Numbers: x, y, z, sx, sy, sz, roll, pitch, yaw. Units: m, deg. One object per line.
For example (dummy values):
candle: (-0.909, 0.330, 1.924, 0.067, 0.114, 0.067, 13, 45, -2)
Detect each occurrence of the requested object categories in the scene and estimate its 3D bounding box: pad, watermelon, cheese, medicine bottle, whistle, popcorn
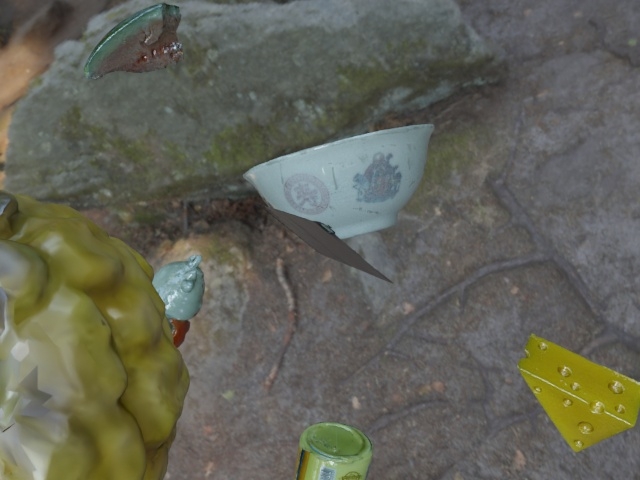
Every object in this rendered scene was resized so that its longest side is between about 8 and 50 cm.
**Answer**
pad: (0.000, 0.000, 0.831, 0.004, 0.116, 0.193, -54, 25, -9)
watermelon: (-0.245, -0.266, 0.943, 0.155, 0.080, 0.101, -20, 5, -15)
cheese: (0.383, 0.223, 1.103, 0.093, 0.171, 0.126, -46, -3, -44)
medicine bottle: (0.007, 0.426, 1.175, 0.124, 0.124, 0.238, 31, 115, 47)
whistle: (-0.256, 0.125, 1.140, 0.106, 0.102, 0.253, 38, 102, 10)
popcorn: (-0.183, 0.099, 0.349, 0.250, 0.190, 0.250, -8, 70, 23)

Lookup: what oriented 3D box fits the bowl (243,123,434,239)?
bowl: (0.060, -0.108, 1.582, 0.435, 0.195, 0.435, -13, 2, 1)
